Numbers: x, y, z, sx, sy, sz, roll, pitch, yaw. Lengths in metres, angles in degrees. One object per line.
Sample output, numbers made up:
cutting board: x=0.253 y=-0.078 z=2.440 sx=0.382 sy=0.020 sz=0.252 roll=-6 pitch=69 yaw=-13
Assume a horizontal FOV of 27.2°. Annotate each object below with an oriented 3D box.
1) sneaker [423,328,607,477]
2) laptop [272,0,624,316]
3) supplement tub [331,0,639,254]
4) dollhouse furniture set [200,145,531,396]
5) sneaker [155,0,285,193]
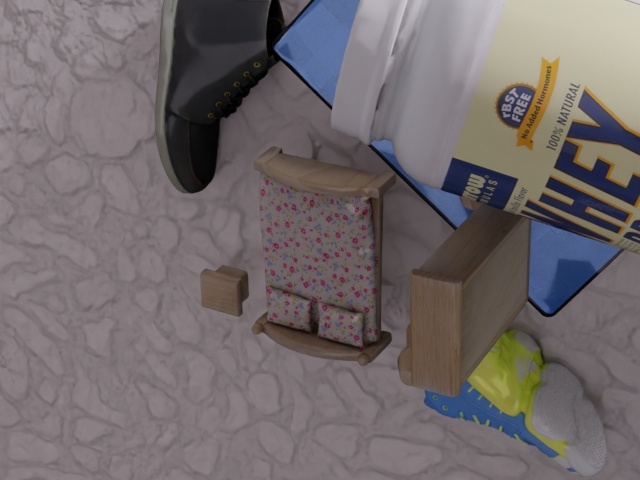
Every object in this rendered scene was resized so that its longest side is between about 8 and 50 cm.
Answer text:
sneaker: x=0.187 y=0.161 z=1.379 sx=0.240 sy=0.091 sz=0.126 roll=51 pitch=131 yaw=4
laptop: x=0.211 y=-0.184 z=1.133 sx=0.382 sy=0.236 sz=0.408 roll=44 pitch=159 yaw=0
supplement tub: x=0.191 y=-0.127 z=0.978 sx=0.325 sy=0.235 sz=0.235 roll=18 pitch=116 yaw=4
dollhouse furniture set: x=0.000 y=0.000 z=1.242 sx=0.355 sy=0.174 sz=0.303 roll=13 pitch=121 yaw=25
sneaker: x=-0.101 y=-0.149 z=1.360 sx=0.118 sy=0.083 sz=0.222 roll=8 pitch=112 yaw=18
